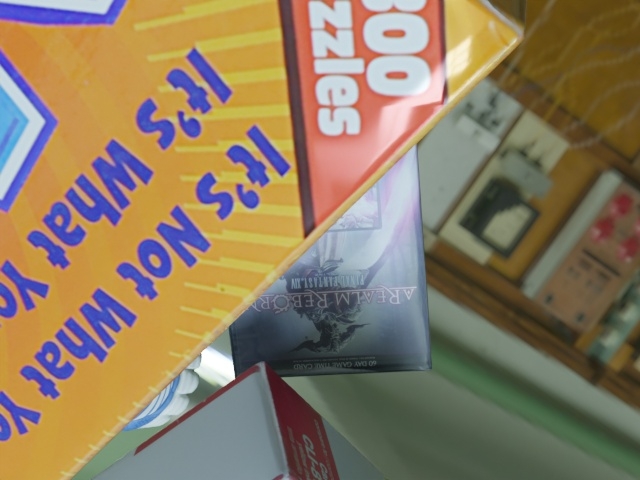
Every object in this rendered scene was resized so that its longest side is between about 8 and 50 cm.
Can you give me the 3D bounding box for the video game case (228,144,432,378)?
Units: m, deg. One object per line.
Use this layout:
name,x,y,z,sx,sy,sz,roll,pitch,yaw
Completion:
video game case,0.000,0.000,1.366,0.196,0.274,0.026,-3,-162,6

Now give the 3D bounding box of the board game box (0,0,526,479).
board game box,-0.172,-0.141,0.510,0.356,0.356,0.356,36,-147,-15

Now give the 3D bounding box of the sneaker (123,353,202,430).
sneaker,-0.177,-0.017,1.074,0.130,0.329,0.147,-9,177,35

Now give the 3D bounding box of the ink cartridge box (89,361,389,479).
ink cartridge box,-0.036,0.337,1.339,0.384,0.279,0.160,46,-167,-34
